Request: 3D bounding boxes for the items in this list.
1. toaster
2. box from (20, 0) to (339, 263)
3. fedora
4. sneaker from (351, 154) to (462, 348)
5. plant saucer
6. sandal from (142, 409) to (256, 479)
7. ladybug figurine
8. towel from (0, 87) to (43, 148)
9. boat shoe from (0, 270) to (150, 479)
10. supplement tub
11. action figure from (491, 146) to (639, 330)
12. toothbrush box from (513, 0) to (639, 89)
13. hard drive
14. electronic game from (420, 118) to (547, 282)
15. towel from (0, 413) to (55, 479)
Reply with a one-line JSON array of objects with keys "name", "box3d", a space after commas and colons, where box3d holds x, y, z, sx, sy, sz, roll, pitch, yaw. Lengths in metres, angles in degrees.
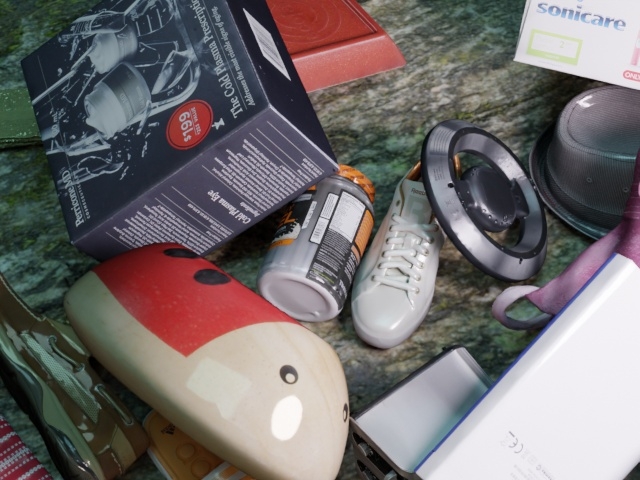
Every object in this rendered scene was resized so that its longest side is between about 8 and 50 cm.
[{"name": "toaster", "box3d": [0.132, 0.221, 1.538, 0.186, 0.168, 0.110, -33, 61, -16]}, {"name": "box", "box3d": [-0.193, -0.167, 1.771, 0.312, 0.179, 0.343, -34, 53, 15]}, {"name": "fedora", "box3d": [0.414, -0.115, 1.775, 0.275, 0.124, 0.243, 23, 60, 21]}, {"name": "sneaker", "box3d": [0.109, -0.004, 1.729, 0.106, 0.123, 0.290, 14, 58, 13]}, {"name": "plant saucer", "box3d": [-0.043, -0.319, 1.972, 0.259, 0.047, 0.258, -19, 51, -26]}, {"name": "sandal", "box3d": [-0.127, 0.277, 1.575, 0.102, 0.076, 0.265, -39, 60, -20]}, {"name": "ladybug figurine", "box3d": [-0.122, 0.123, 1.524, 0.449, 0.305, 0.162, 30, 85, 47]}, {"name": "towel", "box3d": [-0.432, -0.180, 1.966, 0.148, 0.027, 0.110, -7, 53, 2]}, {"name": "boat shoe", "box3d": [-0.320, 0.165, 1.661, 0.120, 0.122, 0.324, -28, 64, -20]}, {"name": "supplement tub", "box3d": [0.000, 0.000, 1.738, 0.117, 0.117, 0.190, 12, 56, 14]}, {"name": "action figure", "box3d": [0.414, -0.025, 1.623, 0.276, 0.248, 0.370, 16, 91, 42]}, {"name": "toothbrush box", "box3d": [0.396, -0.281, 1.807, 0.206, 0.122, 0.283, 16, 14, 16]}, {"name": "hard drive", "box3d": [0.274, 0.196, 1.470, 0.318, 0.210, 0.040, -46, 30, -6]}, {"name": "electronic game", "box3d": [0.211, -0.052, 1.719, 0.048, 0.229, 0.229, -32, 43, 37]}, {"name": "towel", "box3d": [-0.423, 0.316, 1.606, 0.199, 0.031, 0.275, -35, 60, -21]}]
